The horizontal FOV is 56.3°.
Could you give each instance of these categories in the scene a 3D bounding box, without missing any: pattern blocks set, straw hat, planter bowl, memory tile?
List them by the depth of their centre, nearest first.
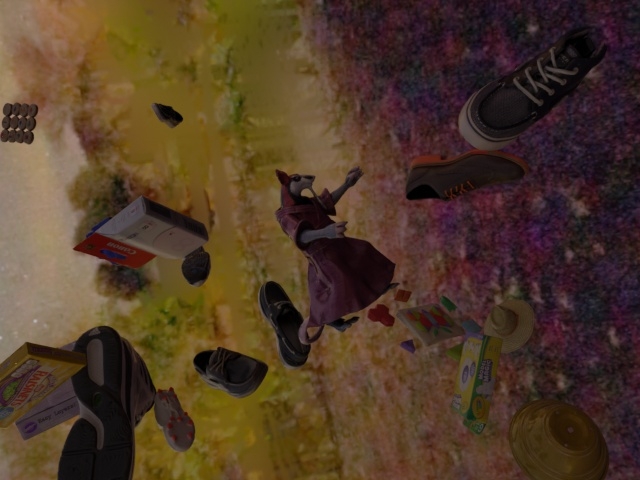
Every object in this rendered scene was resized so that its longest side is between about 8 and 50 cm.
[{"bbox_3d":[0.524,0.423,1.286,0.090,0.217,0.217,90,163,-50],"label":"planter bowl"},{"bbox_3d":[0.433,0.188,1.421,0.061,0.144,0.144,37,-169,-30],"label":"straw hat"},{"bbox_3d":[-0.825,-0.321,1.634,0.012,0.148,0.113,11,-92,-59],"label":"memory tile"},{"bbox_3d":[0.316,0.238,1.736,0.285,0.325,0.026,40,125,27],"label":"pattern blocks set"}]

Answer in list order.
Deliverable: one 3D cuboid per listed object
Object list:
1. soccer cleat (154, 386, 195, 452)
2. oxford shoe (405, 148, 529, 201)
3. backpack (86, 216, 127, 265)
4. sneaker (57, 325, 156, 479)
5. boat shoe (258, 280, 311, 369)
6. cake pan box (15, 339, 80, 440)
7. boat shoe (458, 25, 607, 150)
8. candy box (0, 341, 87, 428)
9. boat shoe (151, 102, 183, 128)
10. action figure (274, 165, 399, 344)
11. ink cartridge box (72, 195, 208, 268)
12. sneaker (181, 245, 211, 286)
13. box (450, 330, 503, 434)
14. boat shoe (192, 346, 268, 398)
[{"bbox_3d":[-0.324,0.405,1.321,0.196,0.068,0.076,43,126,52],"label":"soccer cleat"},{"bbox_3d":[0.294,-0.121,1.231,0.271,0.097,0.098,-1,58,47],"label":"oxford shoe"},{"bbox_3d":[-0.540,0.009,1.561,0.120,0.101,0.098,56,-178,-6],"label":"backpack"},{"bbox_3d":[-0.454,0.442,1.385,0.257,0.169,0.447,63,-162,-62],"label":"sneaker"},{"bbox_3d":[-0.102,0.237,1.813,0.302,0.114,0.091,62,144,28],"label":"boat shoe"},{"bbox_3d":[-0.692,0.379,1.582,0.245,0.267,0.070,29,135,49],"label":"cake pan box"},{"bbox_3d":[0.407,-0.302,1.141,0.127,0.340,0.158,48,148,7],"label":"boat shoe"},{"bbox_3d":[-0.475,0.230,0.934,0.105,0.206,0.027,29,-152,-54],"label":"candy box"},{"bbox_3d":[-0.381,-0.317,1.490,0.049,0.040,0.142,61,-178,4],"label":"boat shoe"},{"bbox_3d":[0.000,0.000,1.335,0.275,0.248,0.370,-34,95,32],"label":"action figure"},{"bbox_3d":[-0.398,0.008,1.331,0.189,0.232,0.066,28,-147,-51],"label":"ink cartridge box"},{"bbox_3d":[-0.310,0.073,1.535,0.211,0.080,0.081,-122,12,-67],"label":"sneaker"},{"bbox_3d":[0.289,0.264,1.123,0.105,0.043,0.179,134,147,-83],"label":"box"},{"bbox_3d":[-0.302,0.412,1.897,0.355,0.130,0.132,-15,42,49],"label":"boat shoe"}]
